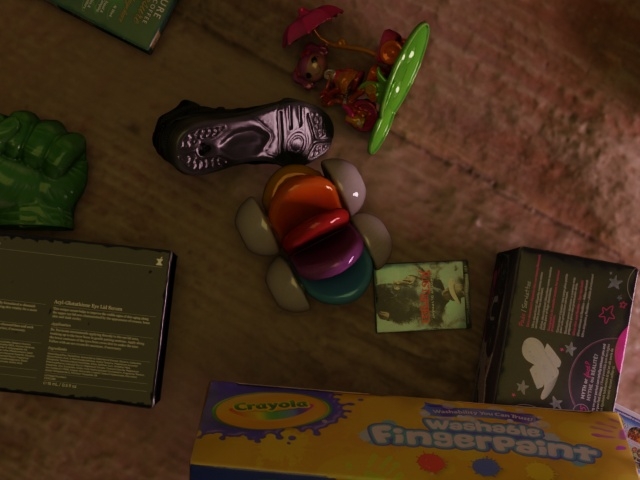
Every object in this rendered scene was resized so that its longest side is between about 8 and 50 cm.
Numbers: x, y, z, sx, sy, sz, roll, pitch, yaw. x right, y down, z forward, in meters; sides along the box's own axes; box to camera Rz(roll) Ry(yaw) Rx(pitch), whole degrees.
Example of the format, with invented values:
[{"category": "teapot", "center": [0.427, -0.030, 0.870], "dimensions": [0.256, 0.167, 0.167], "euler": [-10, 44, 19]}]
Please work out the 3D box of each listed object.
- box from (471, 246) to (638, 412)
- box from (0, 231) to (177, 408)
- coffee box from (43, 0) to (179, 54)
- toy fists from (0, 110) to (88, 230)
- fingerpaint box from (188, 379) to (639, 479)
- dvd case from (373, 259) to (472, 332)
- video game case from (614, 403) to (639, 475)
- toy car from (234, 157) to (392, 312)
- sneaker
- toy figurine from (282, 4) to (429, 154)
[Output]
[{"category": "box", "center": [0.263, 0.140, 1.341], "dimensions": [0.142, 0.163, 0.247], "euler": [12, 87, -1]}, {"category": "box", "center": [-0.310, 0.089, 1.337], "dimensions": [0.261, 0.103, 0.184], "euler": [7, 88, -3]}, {"category": "coffee box", "center": [-0.265, -0.317, 1.394], "dimensions": [0.184, 0.040, 0.113], "euler": [25, 86, -2]}, {"category": "toy fists", "center": [-0.417, -0.087, 1.345], "dimensions": [0.279, 0.096, 0.142], "euler": [1, 85, -2]}, {"category": "fingerpaint box", "center": [0.084, 0.360, 1.224], "dimensions": [0.445, 0.163, 0.371], "euler": [5, 115, 1]}, {"category": "dvd case", "center": [0.126, 0.069, 1.411], "dimensions": [0.119, 0.013, 0.087], "euler": [-2, 87, -5]}, {"category": "video game case", "center": [0.360, 0.266, 1.416], "dimensions": [0.087, 0.011, 0.122], "euler": [26, 86, -1]}, {"category": "toy car", "center": [0.000, 0.000, 1.334], "dimensions": [0.159, 0.136, 0.182], "euler": [-28, 107, -6]}, {"category": "sneaker", "center": [-0.100, -0.132, 1.373], "dimensions": [0.227, 0.130, 0.087], "euler": [-12, 113, -31]}, {"category": "toy figurine", "center": [0.026, -0.214, 1.390], "dimensions": [0.159, 0.130, 0.173], "euler": [25, 110, 11]}]
